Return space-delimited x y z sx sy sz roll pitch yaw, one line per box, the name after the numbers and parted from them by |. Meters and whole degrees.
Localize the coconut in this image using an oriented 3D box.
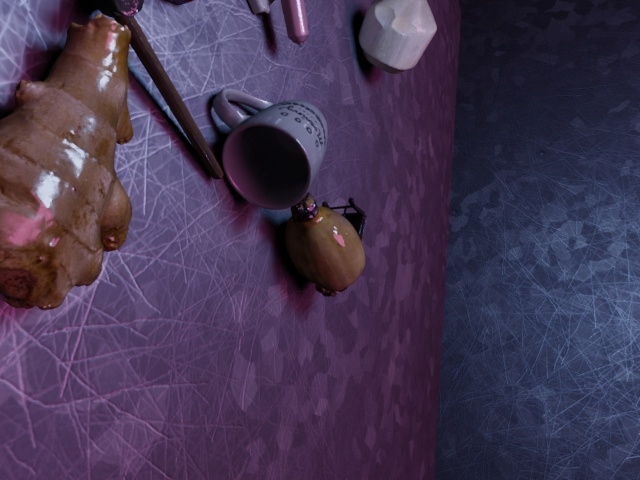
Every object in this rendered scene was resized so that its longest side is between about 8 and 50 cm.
0.263 -0.717 1.505 0.265 0.238 0.237 -56 -176 47 | coconut

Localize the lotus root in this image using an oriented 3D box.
0.000 0.000 1.082 0.309 0.183 0.182 59 40 -41 | lotus root

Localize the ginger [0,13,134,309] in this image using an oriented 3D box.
-0.294 -0.098 0.565 0.236 0.166 0.375 50 55 -39 | ginger

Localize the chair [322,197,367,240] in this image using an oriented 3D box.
0.086 -0.018 1.325 0.229 0.113 0.106 45 52 -48 | chair

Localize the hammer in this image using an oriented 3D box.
-0.248 -0.243 0.740 0.043 0.111 0.365 -45 140 -19 | hammer

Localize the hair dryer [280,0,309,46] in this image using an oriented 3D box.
-0.076 -0.624 1.010 0.210 0.126 0.352 -63 146 -63 | hair dryer

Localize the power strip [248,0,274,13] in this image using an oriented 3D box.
-0.156 -0.600 0.977 0.192 0.035 0.081 63 36 -39 | power strip

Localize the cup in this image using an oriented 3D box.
-0.103 -0.227 0.945 0.258 0.186 0.234 44 35 -16 | cup

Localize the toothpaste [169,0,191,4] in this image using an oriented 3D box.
-0.256 -0.521 0.778 0.070 0.044 0.193 -25 111 -61 | toothpaste
